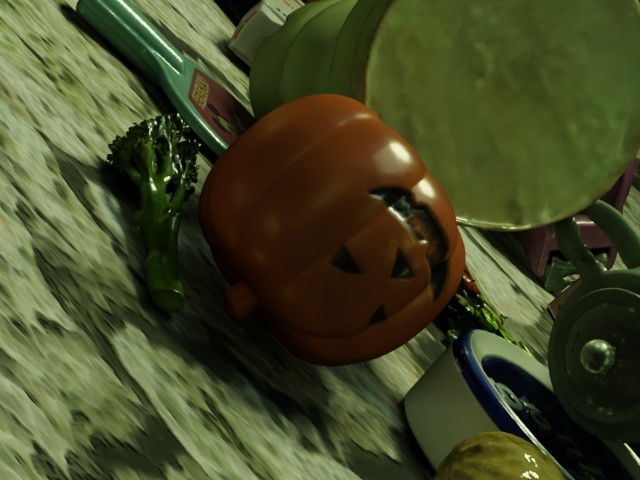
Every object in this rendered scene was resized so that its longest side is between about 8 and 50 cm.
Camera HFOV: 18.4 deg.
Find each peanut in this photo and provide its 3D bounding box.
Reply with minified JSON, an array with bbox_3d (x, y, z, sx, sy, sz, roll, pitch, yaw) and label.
[{"bbox_3d":[0.134,0.213,1.240,0.108,0.095,0.226,11,35,-37],"label":"peanut"}]

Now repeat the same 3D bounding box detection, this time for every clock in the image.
[{"bbox_3d":[0.167,0.172,1.485,0.230,0.083,0.230,41,11,-10],"label":"clock"}]

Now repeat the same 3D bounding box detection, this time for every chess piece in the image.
[{"bbox_3d":[0.077,-0.129,1.636,0.234,0.234,0.442,39,-7,-16],"label":"chess piece"}]

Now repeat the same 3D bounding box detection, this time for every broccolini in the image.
[{"bbox_3d":[-0.107,-0.010,1.353,0.067,0.058,0.216,-3,36,-9],"label":"broccolini"}]

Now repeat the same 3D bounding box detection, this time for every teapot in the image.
[{"bbox_3d":[0.236,0.079,1.492,0.149,0.162,0.239,4,65,-50],"label":"teapot"}]

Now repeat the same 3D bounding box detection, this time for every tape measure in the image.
[{"bbox_3d":[0.268,-0.100,2.270,0.149,0.245,0.231,-3,36,-19],"label":"tape measure"}]

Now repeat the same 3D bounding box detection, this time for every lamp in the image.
[{"bbox_3d":[0.000,0.000,1.352,0.187,0.164,0.188,48,-13,15],"label":"lamp"}]

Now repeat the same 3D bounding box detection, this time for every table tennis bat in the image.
[{"bbox_3d":[-0.115,-0.130,1.695,0.244,0.040,0.153,45,14,-13],"label":"table tennis bat"}]

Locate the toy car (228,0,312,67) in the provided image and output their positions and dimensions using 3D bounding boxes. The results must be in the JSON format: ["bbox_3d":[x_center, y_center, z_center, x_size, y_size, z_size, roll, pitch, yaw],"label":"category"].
[{"bbox_3d":[0.005,-0.164,2.011,0.209,0.089,0.108,42,14,2],"label":"toy car"}]

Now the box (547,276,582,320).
[{"bbox_3d":[0.294,0.089,2.134,0.063,0.060,0.085,45,11,-26],"label":"box"}]

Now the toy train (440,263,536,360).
[{"bbox_3d":[0.141,0.079,1.750,0.085,0.053,0.250,43,11,-38],"label":"toy train"}]

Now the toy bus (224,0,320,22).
[{"bbox_3d":[-0.040,-0.341,2.198,0.162,0.194,0.323,20,30,-57],"label":"toy bus"}]

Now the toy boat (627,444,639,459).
[{"bbox_3d":[0.255,0.198,1.697,0.141,0.055,0.060,32,-4,-41],"label":"toy boat"}]
